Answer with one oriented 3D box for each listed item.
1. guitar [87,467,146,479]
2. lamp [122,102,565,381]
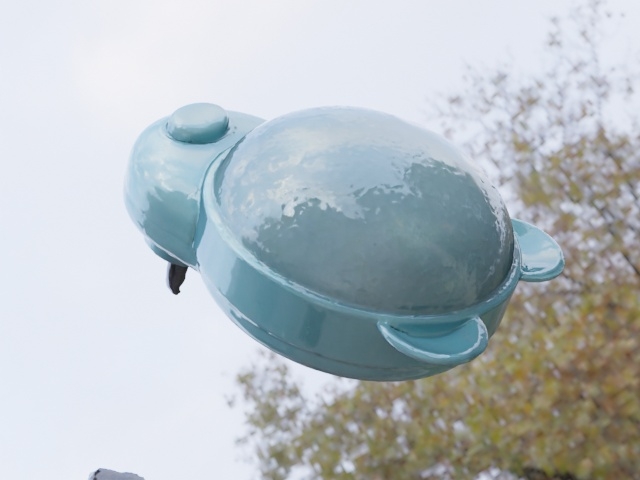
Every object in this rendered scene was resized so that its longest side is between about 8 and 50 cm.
[{"bbox_3d":[-0.054,0.135,0.247,0.088,0.233,0.025,11,-50,-8],"label":"guitar"},{"bbox_3d":[0.002,-0.011,0.872,0.209,0.284,0.147,-32,-54,-51],"label":"lamp"}]
